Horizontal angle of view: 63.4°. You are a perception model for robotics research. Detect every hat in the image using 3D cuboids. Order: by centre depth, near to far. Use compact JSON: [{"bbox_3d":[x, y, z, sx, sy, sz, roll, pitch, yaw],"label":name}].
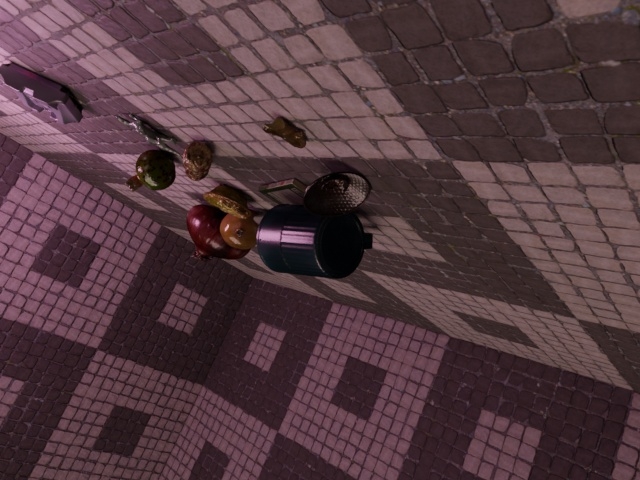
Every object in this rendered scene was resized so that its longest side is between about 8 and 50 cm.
[{"bbox_3d":[0.038,-0.154,1.457,0.193,0.082,0.193,-10,146,-6],"label":"hat"}]

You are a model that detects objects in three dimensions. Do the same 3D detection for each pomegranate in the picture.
[{"bbox_3d":[-0.655,-0.261,2.001,0.159,0.205,0.159,58,179,2],"label":"pomegranate"},{"bbox_3d":[-0.343,-0.048,2.265,0.191,0.191,0.191,23,167,6],"label":"pomegranate"}]

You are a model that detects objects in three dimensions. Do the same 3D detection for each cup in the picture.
[{"bbox_3d":[-0.009,0.015,1.722,0.292,0.242,0.308,3,154,48],"label":"cup"}]

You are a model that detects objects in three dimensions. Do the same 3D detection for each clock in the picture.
[{"bbox_3d":[-0.979,-0.508,1.826,0.253,0.083,0.186,24,167,-2],"label":"clock"}]

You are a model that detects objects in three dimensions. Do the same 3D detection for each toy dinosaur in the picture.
[{"bbox_3d":[-0.573,-0.351,1.797,0.167,0.053,0.242,15,164,38],"label":"toy dinosaur"}]

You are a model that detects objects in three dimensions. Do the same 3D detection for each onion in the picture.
[{"bbox_3d":[-0.506,-0.012,2.483,0.347,0.285,0.347,37,179,1],"label":"onion"}]

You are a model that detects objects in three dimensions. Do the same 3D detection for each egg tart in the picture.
[{"bbox_3d":[-0.370,-0.160,2.104,0.212,0.090,0.212,25,166,7],"label":"egg tart"}]

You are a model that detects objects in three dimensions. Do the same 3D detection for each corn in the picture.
[{"bbox_3d":[-0.422,-0.261,1.778,0.098,0.098,0.290,26,168,-9],"label":"corn"}]

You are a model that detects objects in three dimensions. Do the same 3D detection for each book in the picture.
[{"bbox_3d":[-0.078,-0.142,1.796,0.202,0.027,0.264,30,165,-27],"label":"book"}]

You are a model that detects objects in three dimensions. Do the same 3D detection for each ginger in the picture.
[{"bbox_3d":[-0.085,-0.269,1.290,0.137,0.044,0.057,24,126,-35],"label":"ginger"}]

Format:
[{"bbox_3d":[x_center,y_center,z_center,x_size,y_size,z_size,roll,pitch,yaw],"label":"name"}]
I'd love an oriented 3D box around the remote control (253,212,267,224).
[{"bbox_3d":[-0.149,-0.045,2.260,0.109,0.055,0.313,1,159,43],"label":"remote control"}]
